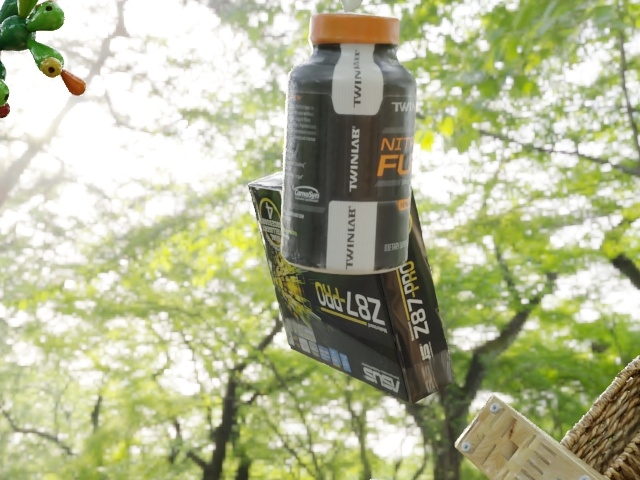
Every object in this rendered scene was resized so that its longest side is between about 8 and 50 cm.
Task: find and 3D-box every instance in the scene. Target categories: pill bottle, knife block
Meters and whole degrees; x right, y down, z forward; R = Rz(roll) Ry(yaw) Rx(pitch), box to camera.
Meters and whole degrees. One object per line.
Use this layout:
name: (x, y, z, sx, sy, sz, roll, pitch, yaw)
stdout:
pill bottle: (0.028, -0.098, 0.895, 0.130, 0.246, 0.130, 2, 11, 0)
knife block: (0.333, 0.335, 1.159, 0.242, 0.088, 0.275, 37, 1, -40)

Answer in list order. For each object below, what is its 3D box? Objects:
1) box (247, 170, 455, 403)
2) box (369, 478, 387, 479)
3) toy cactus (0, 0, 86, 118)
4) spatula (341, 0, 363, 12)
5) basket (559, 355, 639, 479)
box: (0.037, 0.056, 1.455, 0.097, 0.318, 0.395, -23, 18, -25)
box: (0.075, 0.303, 0.731, 0.090, 0.171, 0.130, 8, 12, -3)
toy cactus: (-0.332, -0.211, 0.969, 0.180, 0.219, 0.112, -15, -32, 28)
spatula: (0.086, -0.510, 1.492, 0.168, 0.242, 0.019, -19, -12, 15)
basket: (0.531, 0.341, 1.368, 0.299, 0.223, 0.213, -37, 11, -27)
